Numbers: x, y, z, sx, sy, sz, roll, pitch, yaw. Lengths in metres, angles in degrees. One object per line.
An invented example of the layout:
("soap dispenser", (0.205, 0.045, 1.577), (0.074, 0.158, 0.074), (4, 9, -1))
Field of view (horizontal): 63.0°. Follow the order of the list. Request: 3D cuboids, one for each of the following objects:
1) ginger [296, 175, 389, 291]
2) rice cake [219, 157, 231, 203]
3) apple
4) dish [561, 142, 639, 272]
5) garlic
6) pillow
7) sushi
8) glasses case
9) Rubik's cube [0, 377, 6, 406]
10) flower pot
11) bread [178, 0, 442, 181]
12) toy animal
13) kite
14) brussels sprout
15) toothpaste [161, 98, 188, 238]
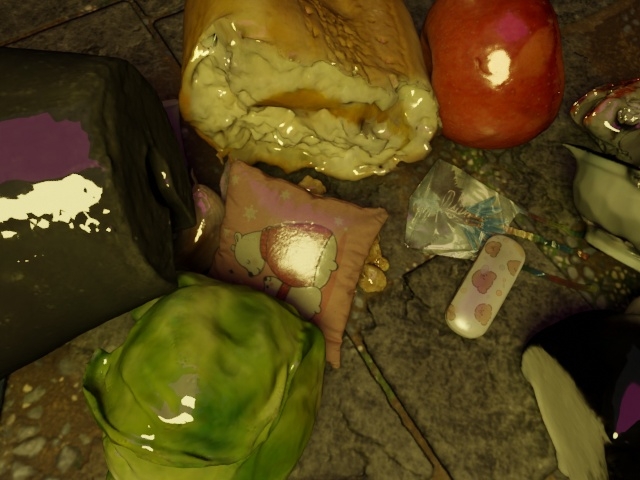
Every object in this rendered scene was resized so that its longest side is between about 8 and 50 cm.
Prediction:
("ginger", (0.000, 0.000, 0.776), (0.176, 0.052, 0.193), (-16, 78, 2))
("rice cake", (-0.127, -0.114, 0.832), (0.047, 0.036, 0.207), (7, 64, 2))
("apple", (0.256, -0.274, 0.809), (0.206, 0.251, 0.272), (-5, 81, 12))
("dish", (0.463, -0.019, 0.723), (0.303, 0.303, 0.120), (27, 108, 10))
("garlic", (-0.160, -0.017, 0.742), (0.066, 0.084, 0.152), (20, 95, 24))
("pillow", (-0.043, 0.033, 0.707), (0.223, 0.084, 0.236), (16, 99, 3))
("sushi", (0.574, -0.202, 0.855), (0.331, 0.124, 0.130), (-13, 55, -7))
("glasses case", (0.238, 0.065, 0.754), (0.063, 0.041, 0.164), (32, 74, 11))
("Rubik's cube", (-0.576, 0.037, 0.578), (0.343, 0.337, 0.345), (-2, 64, -4))
("flower pot", (-0.277, -0.047, 0.499), (0.250, 0.379, 0.380), (-11, 65, 4))
("bread", (-0.036, -0.280, 0.795), (0.360, 0.250, 0.395), (11, 49, -27))
("toy animal", (0.432, 0.178, 0.616), (0.309, 0.251, 0.251), (-16, 66, -2))
("kite", (0.282, -0.005, 0.811), (0.309, 0.015, 0.169), (26, 68, 10))
("brussels sprout", (-0.121, 0.168, 0.570), (0.227, 0.294, 0.260), (26, 111, 21))
("toothpaste", (-0.256, -0.124, 0.828), (0.096, 0.061, 0.266), (-13, 59, -7))
